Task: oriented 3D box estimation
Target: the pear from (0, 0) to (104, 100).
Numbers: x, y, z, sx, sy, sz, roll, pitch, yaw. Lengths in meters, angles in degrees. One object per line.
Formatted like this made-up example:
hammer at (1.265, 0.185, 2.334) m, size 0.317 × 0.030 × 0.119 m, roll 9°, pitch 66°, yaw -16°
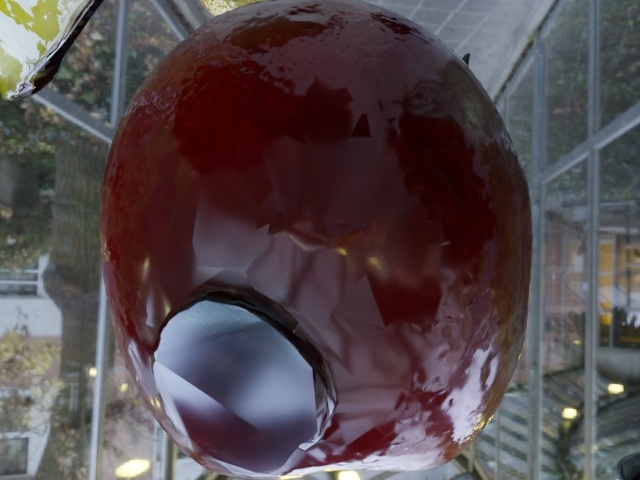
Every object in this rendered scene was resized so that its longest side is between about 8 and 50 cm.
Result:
pear at (-0.171, -0.210, 0.309) m, size 0.178 × 0.267 × 0.266 m, roll 23°, pitch 163°, yaw -41°

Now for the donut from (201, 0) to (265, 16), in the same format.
donut at (-0.121, -0.499, 1.248) m, size 0.253 × 0.254 × 0.118 m, roll 0°, pitch -148°, yaw 22°

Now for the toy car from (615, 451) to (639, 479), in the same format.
toy car at (0.199, 0.127, 0.240) m, size 0.191 × 0.100 × 0.097 m, roll -5°, pitch -158°, yaw -3°

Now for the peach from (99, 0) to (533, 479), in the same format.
peach at (-0.005, 0.019, 0.553) m, size 0.334 × 0.406 × 0.310 m, roll 3°, pitch -157°, yaw 25°
